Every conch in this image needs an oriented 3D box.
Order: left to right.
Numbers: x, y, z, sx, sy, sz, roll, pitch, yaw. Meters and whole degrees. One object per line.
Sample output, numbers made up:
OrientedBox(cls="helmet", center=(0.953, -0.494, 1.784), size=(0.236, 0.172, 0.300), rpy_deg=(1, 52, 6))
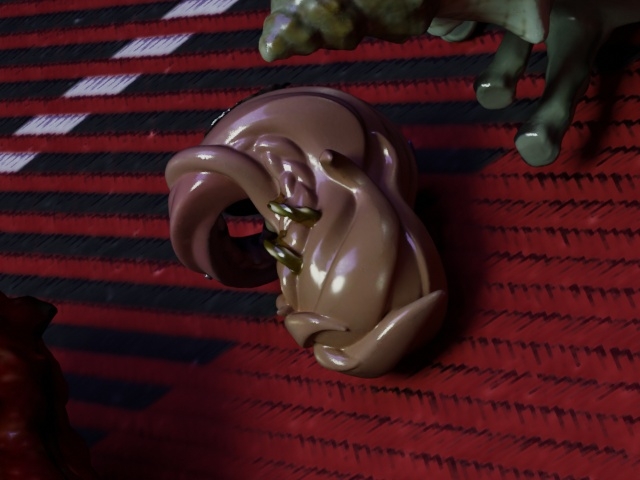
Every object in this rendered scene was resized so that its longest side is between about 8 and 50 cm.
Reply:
OrientedBox(cls="conch", center=(0.053, -0.133, 0.848), size=(0.137, 0.114, 0.234), rpy_deg=(-14, 14, 37))

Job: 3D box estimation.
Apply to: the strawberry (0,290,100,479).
OrientedBox(cls="strawberry", center=(-0.208, 0.159, 0.889), size=(0.261, 0.257, 0.261), rpy_deg=(-6, 42, 5))

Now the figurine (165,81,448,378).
OrientedBox(cls="figurine", center=(0.000, -0.010, 0.900), size=(0.157, 0.126, 0.114), rpy_deg=(-137, 48, -58))

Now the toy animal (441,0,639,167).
OrientedBox(cls="toy animal", center=(0.121, -0.112, 0.898), size=(0.255, 0.090, 0.170), rpy_deg=(4, 55, 46))
